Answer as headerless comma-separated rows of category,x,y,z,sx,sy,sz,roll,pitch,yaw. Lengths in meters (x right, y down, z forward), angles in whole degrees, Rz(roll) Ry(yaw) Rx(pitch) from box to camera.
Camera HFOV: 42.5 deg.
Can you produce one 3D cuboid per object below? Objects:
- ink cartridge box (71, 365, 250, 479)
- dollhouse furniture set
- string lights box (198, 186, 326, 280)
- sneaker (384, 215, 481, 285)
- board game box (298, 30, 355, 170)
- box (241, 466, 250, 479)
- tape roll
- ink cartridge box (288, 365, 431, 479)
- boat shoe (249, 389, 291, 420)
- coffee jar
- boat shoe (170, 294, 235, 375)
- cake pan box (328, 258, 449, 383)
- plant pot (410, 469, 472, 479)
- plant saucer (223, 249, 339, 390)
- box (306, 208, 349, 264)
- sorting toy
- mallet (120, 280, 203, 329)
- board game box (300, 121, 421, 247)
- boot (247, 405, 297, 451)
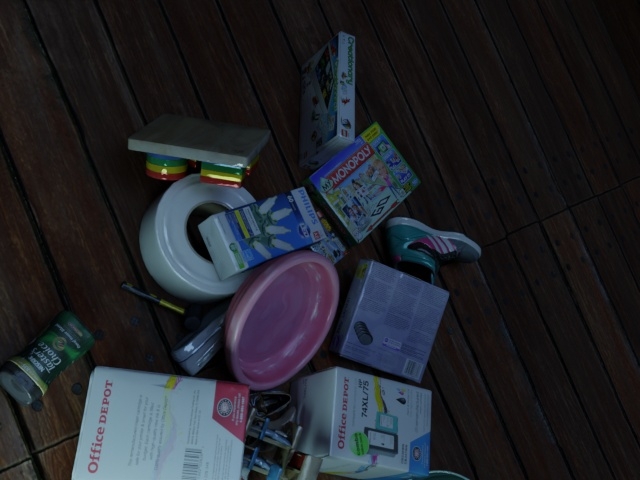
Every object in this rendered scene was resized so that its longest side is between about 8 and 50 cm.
ink cartridge box,-0.301,0.379,1.586,0.306,0.131,0.226,9,66,-7
dollhouse furniture set,-0.093,0.421,1.676,0.129,0.183,0.129,27,74,-25
string lights box,-0.126,-0.019,1.822,0.259,0.076,0.133,-21,84,-38
sneaker,0.303,0.057,2.186,0.295,0.124,0.179,16,60,-21
board game box,0.015,-0.354,2.099,0.053,0.193,0.306,14,66,-30
box,-0.249,0.479,1.703,0.207,0.036,0.114,31,58,-22
tape roll,-0.256,-0.006,1.841,0.286,0.100,0.286,12,66,-30
ink cartridge box,0.084,0.420,1.853,0.270,0.197,0.198,18,63,-28
boat shoe,-0.146,0.361,1.799,0.183,0.066,0.066,-15,83,-37
coffee jar,-0.527,0.226,1.577,0.096,0.079,0.184,48,53,-10
boat shoe,-0.228,0.204,1.805,0.226,0.083,0.076,-40,109,-26
cake pan box,0.178,0.201,2.038,0.266,0.070,0.246,22,84,-26
plant pot,0.311,0.682,1.889,0.196,0.292,0.293,27,55,-55
plant saucer,-0.095,0.167,1.805,0.332,0.084,0.332,-31,135,-37
box,0.000,0.000,2.061,0.094,0.027,0.137,-38,96,-36
sorting toy,-0.261,-0.193,1.811,0.255,0.090,0.257,10,22,4
mallet,-0.338,0.138,1.759,0.189,0.039,0.062,23,25,-22
board game box,0.113,-0.153,2.186,0.214,0.046,0.317,53,52,-8
boot,-0.107,0.411,1.803,0.087,0.042,0.119,28,84,-41
